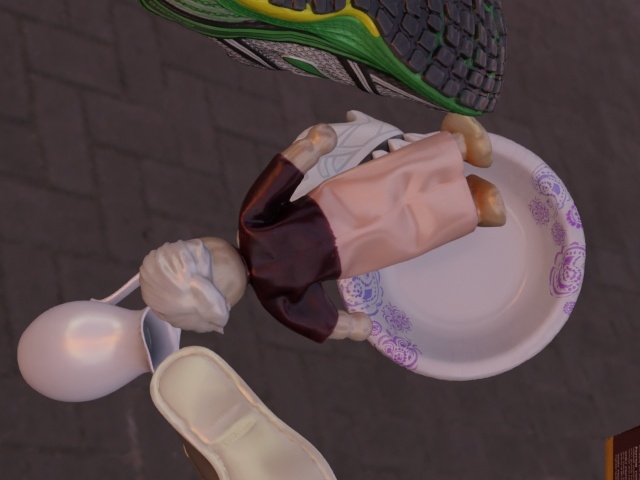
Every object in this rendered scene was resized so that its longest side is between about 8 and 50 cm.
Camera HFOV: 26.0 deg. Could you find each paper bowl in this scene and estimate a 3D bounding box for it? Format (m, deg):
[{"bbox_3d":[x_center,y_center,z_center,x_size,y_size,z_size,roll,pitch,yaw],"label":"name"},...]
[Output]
[{"bbox_3d":[0.162,0.017,1.618,0.284,0.284,0.148,65,6,5],"label":"paper bowl"}]

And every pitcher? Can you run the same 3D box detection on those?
[{"bbox_3d":[-0.267,0.113,1.740,0.125,0.207,0.178,52,37,-42],"label":"pitcher"}]

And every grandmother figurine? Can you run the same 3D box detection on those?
[{"bbox_3d":[0.000,0.000,1.266,0.342,0.104,0.208,-19,99,-17],"label":"grandmother figurine"}]

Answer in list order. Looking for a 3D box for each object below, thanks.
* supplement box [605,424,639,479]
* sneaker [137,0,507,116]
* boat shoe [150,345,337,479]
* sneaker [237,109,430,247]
[{"bbox_3d":[0.323,0.243,1.110,0.129,0.194,0.191,7,71,-8],"label":"supplement box"},{"bbox_3d":[0.011,-0.186,1.091,0.343,0.146,0.134,21,69,-32],"label":"sneaker"},{"bbox_3d":[-0.056,0.227,1.334,0.305,0.109,0.091,47,-11,35],"label":"boat shoe"},{"bbox_3d":[-0.001,-0.055,1.456,0.118,0.110,0.292,36,40,19],"label":"sneaker"}]
